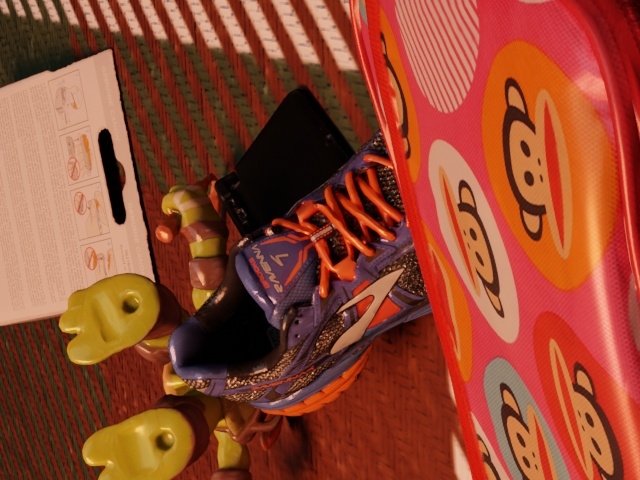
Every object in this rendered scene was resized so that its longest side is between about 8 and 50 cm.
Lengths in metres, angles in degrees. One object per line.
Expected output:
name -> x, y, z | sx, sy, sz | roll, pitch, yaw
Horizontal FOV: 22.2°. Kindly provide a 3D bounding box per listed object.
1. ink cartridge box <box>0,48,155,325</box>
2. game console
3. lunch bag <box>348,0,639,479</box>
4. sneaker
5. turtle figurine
ink cartridge box -> -0.189, -0.036, 1.230 | 0.224, 0.056, 0.181 | -12, 89, 45
game console -> 0.000, 0.000, 0.887 | 0.122, 0.071, 0.107 | 57, 176, 39
lunch bag -> 0.104, 0.021, 0.520 | 0.258, 0.120, 0.293 | -137, 30, -69
sneaker -> 0.008, 0.012, 0.755 | 0.221, 0.087, 0.083 | -51, 56, 32
turtle figurine -> -0.063, 0.090, 0.906 | 0.217, 0.087, 0.269 | 11, -101, -75
